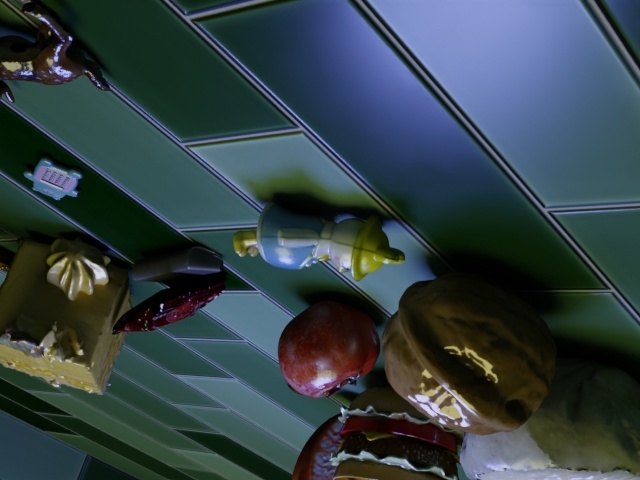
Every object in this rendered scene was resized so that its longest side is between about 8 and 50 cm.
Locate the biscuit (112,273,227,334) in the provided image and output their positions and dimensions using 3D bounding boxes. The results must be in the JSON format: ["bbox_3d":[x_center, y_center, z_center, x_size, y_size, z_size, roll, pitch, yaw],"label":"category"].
[{"bbox_3d":[-0.267,0.115,1.944,0.151,0.063,0.235,-20,-179,-36],"label":"biscuit"}]

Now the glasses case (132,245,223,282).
[{"bbox_3d":[-0.248,0.045,1.882,0.072,0.042,0.191,16,163,-37],"label":"glasses case"}]

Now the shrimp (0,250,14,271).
[{"bbox_3d":[-0.668,0.022,2.156,0.190,0.042,0.101,24,177,-16],"label":"shrimp"}]

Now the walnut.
[{"bbox_3d":[0.209,0.162,1.578,0.257,0.257,0.224,30,123,-25],"label":"walnut"}]

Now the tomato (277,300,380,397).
[{"bbox_3d":[0.020,0.178,1.861,0.187,0.151,0.187,-23,160,-9],"label":"tomato"}]

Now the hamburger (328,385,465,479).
[{"bbox_3d":[0.161,0.397,2.153,0.274,0.212,0.274,13,159,5],"label":"hamburger"}]

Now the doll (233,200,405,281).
[{"bbox_3d":[0.000,0.001,1.532,0.241,0.098,0.135,10,151,22],"label":"doll"}]

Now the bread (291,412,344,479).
[{"bbox_3d":[0.100,0.501,2.313,0.295,0.328,0.114,60,152,5],"label":"bread"}]

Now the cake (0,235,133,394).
[{"bbox_3d":[-0.483,0.131,2.019,0.222,0.227,0.286,16,159,4],"label":"cake"}]

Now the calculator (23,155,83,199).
[{"bbox_3d":[-0.420,-0.096,1.725,0.094,0.019,0.141,23,157,-17],"label":"calculator"}]

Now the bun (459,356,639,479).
[{"bbox_3d":[0.400,0.301,1.778,0.360,0.211,0.359,6,160,2],"label":"bun"}]

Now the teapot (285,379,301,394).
[{"bbox_3d":[-0.041,0.267,2.198,0.121,0.076,0.068,53,158,-9],"label":"teapot"}]

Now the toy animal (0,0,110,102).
[{"bbox_3d":[-0.394,-0.215,1.352,0.243,0.087,0.260,14,154,14],"label":"toy animal"}]
